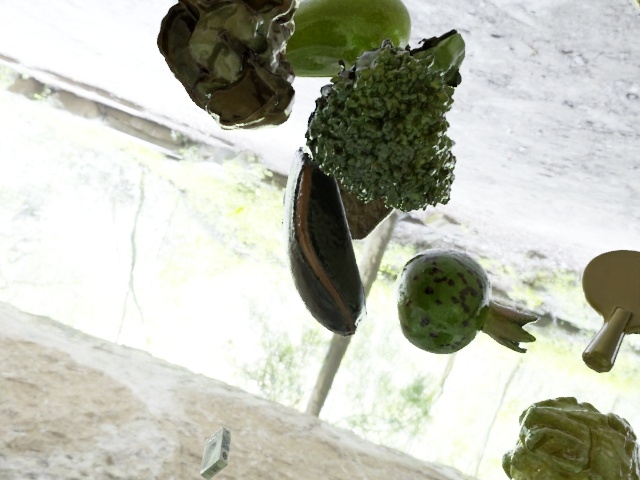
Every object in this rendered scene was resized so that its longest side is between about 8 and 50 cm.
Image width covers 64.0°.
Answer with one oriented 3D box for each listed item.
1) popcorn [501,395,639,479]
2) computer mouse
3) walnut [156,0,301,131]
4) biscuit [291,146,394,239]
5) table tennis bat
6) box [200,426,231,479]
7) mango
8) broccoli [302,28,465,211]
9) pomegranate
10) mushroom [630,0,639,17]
[{"bbox_3d":[0.349,0.314,0.717,0.167,0.185,0.187,23,-164,18],"label":"popcorn"},{"bbox_3d":[-0.005,0.002,0.844,0.116,0.323,0.183,-13,172,-5],"label":"computer mouse"},{"bbox_3d":[-0.126,-0.275,0.766,0.204,0.238,0.141,3,177,7],"label":"walnut"},{"bbox_3d":[0.064,-0.166,1.482,0.359,0.358,0.046,17,-175,27],"label":"biscuit"},{"bbox_3d":[0.586,0.128,0.982,0.198,0.321,0.050,30,147,29],"label":"table tennis bat"},{"bbox_3d":[-0.196,0.398,0.961,0.024,0.054,0.083,42,-166,-20],"label":"box"},{"bbox_3d":[0.027,-0.369,0.916,0.273,0.149,0.185,1,-150,26],"label":"mango"},{"bbox_3d":[0.128,-0.146,0.671,0.180,0.273,0.242,53,169,24],"label":"broccoli"},{"bbox_3d":[0.299,0.128,1.102,0.286,0.230,0.231,3,178,0],"label":"pomegranate"},{"bbox_3d":[0.293,-0.404,0.578,0.302,0.207,0.233,18,179,18],"label":"mushroom"}]
